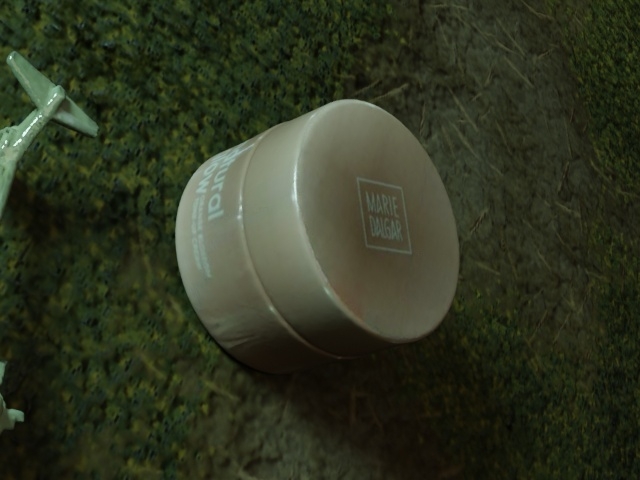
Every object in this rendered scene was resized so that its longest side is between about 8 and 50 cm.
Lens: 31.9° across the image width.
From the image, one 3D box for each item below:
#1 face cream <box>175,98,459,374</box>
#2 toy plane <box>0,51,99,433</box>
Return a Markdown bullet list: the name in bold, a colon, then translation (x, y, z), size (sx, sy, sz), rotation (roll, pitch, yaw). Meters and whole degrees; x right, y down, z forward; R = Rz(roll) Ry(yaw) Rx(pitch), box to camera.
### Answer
- **face cream**: translation (0.000, 0.000, 0.680), size (0.149, 0.104, 0.149), rotation (22, 60, -42)
- **toy plane**: translation (-0.163, 0.036, 0.492), size (0.092, 0.108, 0.286), rotation (40, 36, -32)
